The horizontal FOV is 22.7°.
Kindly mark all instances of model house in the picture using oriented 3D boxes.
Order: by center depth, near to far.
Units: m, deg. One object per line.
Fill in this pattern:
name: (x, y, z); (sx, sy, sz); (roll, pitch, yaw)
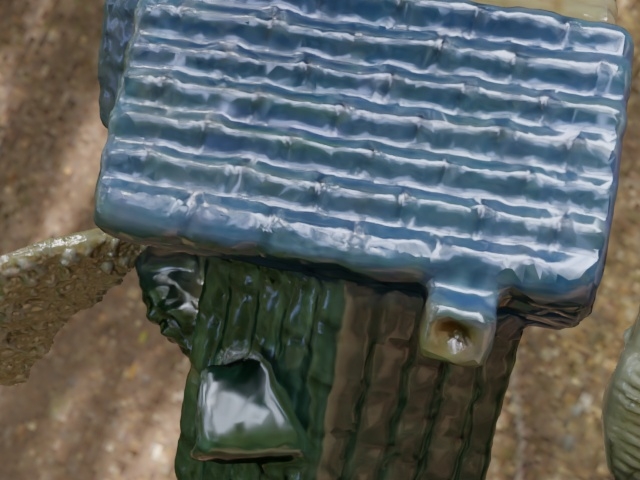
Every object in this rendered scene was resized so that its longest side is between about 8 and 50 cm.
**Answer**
model house: (0.000, 0.000, 1.176); (0.400, 0.395, 0.445); (-80, 0, -57)

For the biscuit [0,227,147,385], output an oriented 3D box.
biscuit: (-0.263, 0.060, 1.361); (0.250, 0.133, 0.032); (-42, 56, 37)

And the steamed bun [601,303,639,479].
steamed bun: (0.476, 0.150, 1.775); (0.219, 0.310, 0.324); (-65, -25, -52)
